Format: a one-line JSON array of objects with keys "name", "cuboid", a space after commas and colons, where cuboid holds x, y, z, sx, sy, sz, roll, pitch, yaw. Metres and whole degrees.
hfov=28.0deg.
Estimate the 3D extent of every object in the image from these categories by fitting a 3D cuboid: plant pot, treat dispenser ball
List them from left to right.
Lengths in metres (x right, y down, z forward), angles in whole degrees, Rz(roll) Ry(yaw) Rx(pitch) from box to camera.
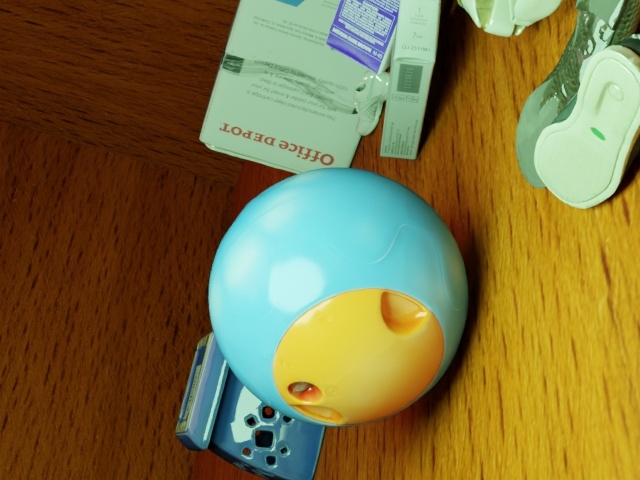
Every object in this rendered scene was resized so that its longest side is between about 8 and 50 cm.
[{"name": "plant pot", "cuboid": [-0.109, 0.260, 2.082, 0.236, 0.212, 0.236, 147, 138, -74]}, {"name": "treat dispenser ball", "cuboid": [0.020, 0.063, 1.427, 0.288, 0.288, 0.288, -164, 90, -80]}]

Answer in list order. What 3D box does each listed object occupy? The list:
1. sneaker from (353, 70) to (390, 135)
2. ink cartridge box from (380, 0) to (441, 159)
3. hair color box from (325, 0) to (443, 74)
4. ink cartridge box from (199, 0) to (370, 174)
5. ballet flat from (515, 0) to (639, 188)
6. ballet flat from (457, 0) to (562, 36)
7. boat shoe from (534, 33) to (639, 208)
[{"name": "sneaker", "cuboid": [0.083, -0.244, 2.238, 0.152, 0.061, 0.053, 114, 165, -48]}, {"name": "ink cartridge box", "cuboid": [0.132, -0.281, 1.811, 0.275, 0.060, 0.239, 93, -177, -66]}, {"name": "hair color box", "cuboid": [0.135, -0.430, 1.866, 0.185, 0.110, 0.339, -43, -18, -48]}, {"name": "ink cartridge box", "cuboid": [-0.032, -0.338, 2.362, 0.166, 0.285, 0.395, -90, 19, -62]}, {"name": "ballet flat", "cuboid": [0.249, -0.155, 1.198, 0.084, 0.058, 0.250, 47, 135, 37]}, {"name": "ballet flat", "cuboid": [0.216, -0.285, 1.412, 0.348, 0.123, 0.123, 166, 119, -77]}, {"name": "boat shoe", "cuboid": [0.249, -0.099, 1.091, 0.079, 0.084, 0.233, -37, -14, -23]}]
